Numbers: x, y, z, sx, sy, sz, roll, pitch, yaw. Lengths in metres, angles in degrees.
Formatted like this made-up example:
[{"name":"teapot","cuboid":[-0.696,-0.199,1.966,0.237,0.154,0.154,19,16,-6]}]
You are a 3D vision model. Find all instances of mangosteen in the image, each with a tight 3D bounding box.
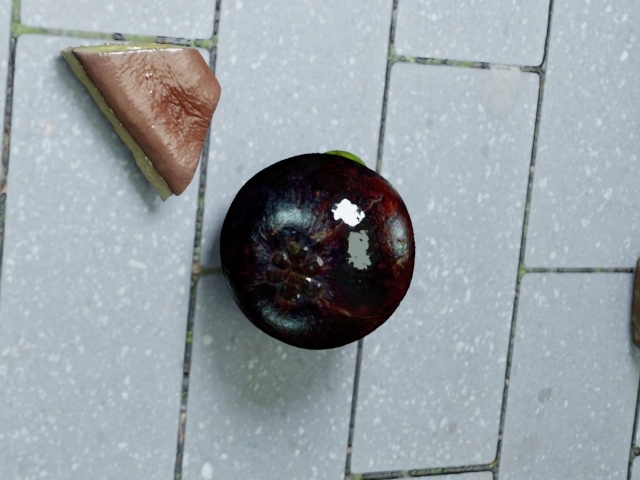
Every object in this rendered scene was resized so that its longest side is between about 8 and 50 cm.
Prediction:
[{"name":"mangosteen","cuboid":[-0.001,0.010,1.677,0.216,0.216,0.216,-7,104,-29]}]

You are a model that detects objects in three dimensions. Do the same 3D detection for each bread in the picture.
[{"name":"bread","cuboid":[-0.166,-0.146,1.612,0.119,0.067,0.192,-36,115,-11]}]

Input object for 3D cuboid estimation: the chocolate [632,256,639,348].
[{"name":"chocolate","cuboid":[0.489,0.071,2.026,0.214,0.093,0.148,-10,104,-29]}]
